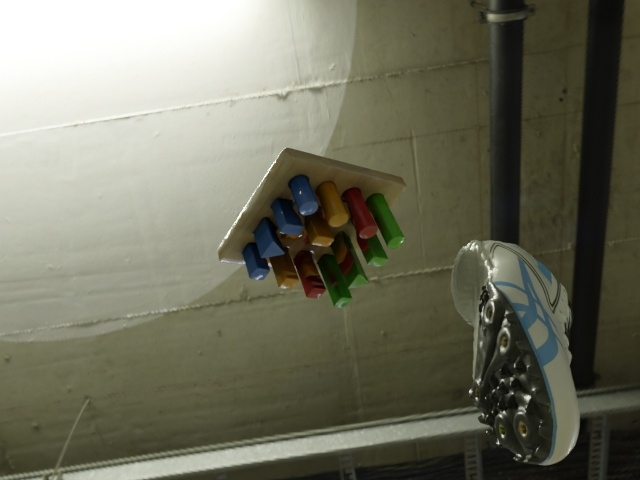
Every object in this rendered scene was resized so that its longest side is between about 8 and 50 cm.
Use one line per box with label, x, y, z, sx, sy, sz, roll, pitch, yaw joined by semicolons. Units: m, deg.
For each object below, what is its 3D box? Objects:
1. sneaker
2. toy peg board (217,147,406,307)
sneaker;0.144;0.061;0.418;0.086;0.237;0.085;8;-68;4
toy peg board;0.000;0.000;0.649;0.160;0.079;0.161;9;-47;-36
